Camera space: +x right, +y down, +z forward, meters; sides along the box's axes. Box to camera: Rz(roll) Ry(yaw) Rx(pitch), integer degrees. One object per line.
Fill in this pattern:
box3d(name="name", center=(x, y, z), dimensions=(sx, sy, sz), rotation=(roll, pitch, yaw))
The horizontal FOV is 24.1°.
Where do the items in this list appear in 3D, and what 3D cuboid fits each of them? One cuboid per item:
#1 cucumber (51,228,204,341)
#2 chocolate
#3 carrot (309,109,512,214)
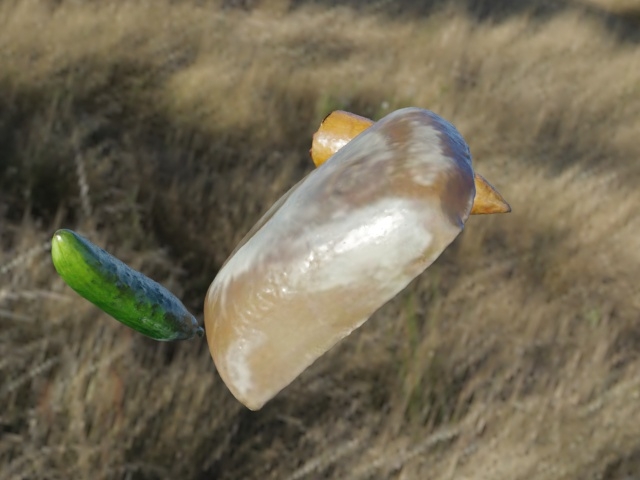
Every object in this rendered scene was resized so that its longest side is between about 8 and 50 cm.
box3d(name="cucumber", center=(-0.194, 0.057, 1.522), dimensions=(0.056, 0.056, 0.250), rotation=(34, -4, 44))
box3d(name="chocolate", center=(-0.001, -0.002, 1.139), dimensions=(0.080, 0.254, 0.157), rotation=(39, 23, -24))
box3d(name="carrot", center=(0.091, -0.062, 1.436), dimensions=(0.205, 0.072, 0.072), rotation=(24, 18, 27))
